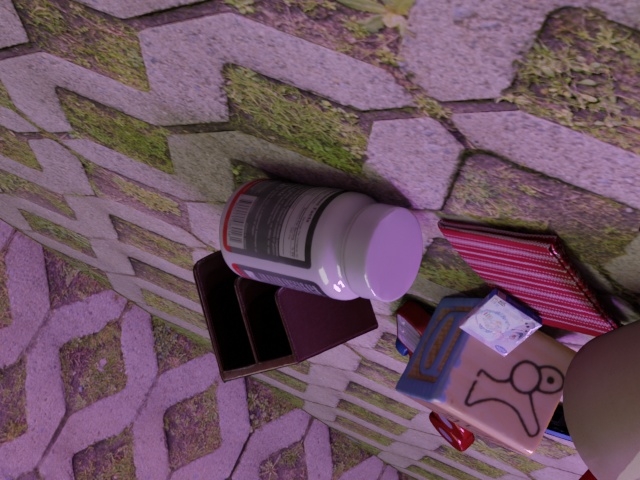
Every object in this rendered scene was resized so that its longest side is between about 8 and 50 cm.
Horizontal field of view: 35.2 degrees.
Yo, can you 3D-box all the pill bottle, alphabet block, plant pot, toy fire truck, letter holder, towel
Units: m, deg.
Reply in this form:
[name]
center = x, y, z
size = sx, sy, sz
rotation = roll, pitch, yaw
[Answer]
[pill bottle]
center = 0.000, 0.000, 1.498
size = 0.283, 0.161, 0.161
rotation = 11, 157, 40
[alphabet block]
center = 0.273, 0.219, 1.674
size = 0.197, 0.192, 0.193
rotation = 31, 172, -11
[plant pot]
center = 0.486, 0.180, 1.263
size = 0.257, 0.256, 0.274
rotation = 27, 146, -5
[toy fire truck]
center = 0.244, 0.247, 1.933
size = 0.254, 0.169, 0.302
rotation = 46, 169, 20
[letter holder]
center = -0.056, 0.092, 1.724
size = 0.152, 0.214, 0.302
rotation = -18, 178, 29
[towel]
center = 0.308, 0.057, 1.453
size = 0.199, 0.031, 0.275
rotation = 11, 156, 45

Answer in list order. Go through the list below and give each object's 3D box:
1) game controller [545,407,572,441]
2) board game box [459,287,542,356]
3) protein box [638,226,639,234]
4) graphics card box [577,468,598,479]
[game controller]
center = 0.530, 0.398, 2.072
size = 0.319, 0.067, 0.166
rotation = 14, 159, 36
[board game box]
center = 0.274, 0.125, 1.540
size = 0.090, 0.020, 0.090
rotation = 33, 127, -11
[protein box]
center = 0.435, -0.001, 0.921
size = 0.201, 0.136, 0.200
rotation = 11, 157, 42
[graphics card box]
center = 0.603, 0.368, 1.514
size = 0.371, 0.094, 0.232
rotation = 15, 129, -12
